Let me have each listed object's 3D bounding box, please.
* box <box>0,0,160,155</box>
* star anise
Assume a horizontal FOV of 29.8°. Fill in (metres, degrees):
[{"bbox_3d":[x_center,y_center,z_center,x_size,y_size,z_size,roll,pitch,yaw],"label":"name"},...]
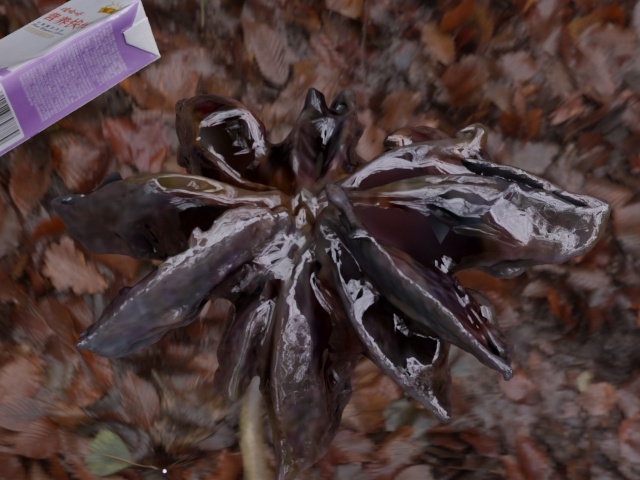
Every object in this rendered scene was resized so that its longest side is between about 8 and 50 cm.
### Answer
[{"bbox_3d":[-0.141,-0.085,0.606,0.117,0.051,0.036,-41,130,-33],"label":"box"},{"bbox_3d":[-0.003,0.003,0.603,0.283,0.129,0.212,3,52,7],"label":"star anise"}]
